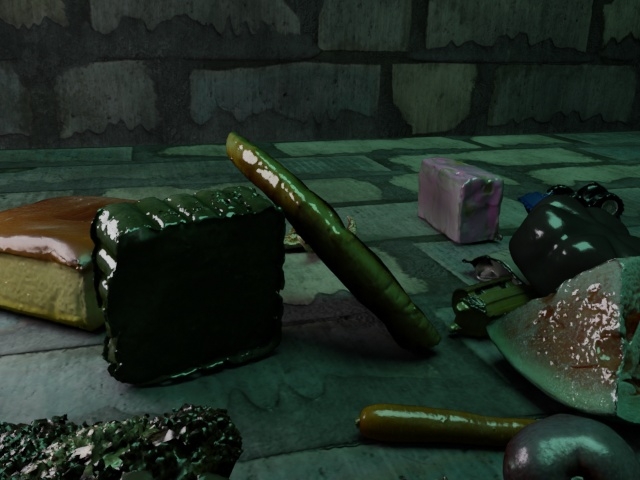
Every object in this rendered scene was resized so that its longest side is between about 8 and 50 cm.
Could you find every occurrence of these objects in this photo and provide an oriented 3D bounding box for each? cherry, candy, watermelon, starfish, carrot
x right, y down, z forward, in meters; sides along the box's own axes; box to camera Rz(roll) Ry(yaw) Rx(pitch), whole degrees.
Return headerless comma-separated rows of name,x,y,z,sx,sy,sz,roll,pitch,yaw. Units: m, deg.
cherry,0.213,0.220,0.655,0.188,0.115,0.148,0,36,14
candy,0.324,-0.100,1.573,0.115,0.156,0.265,-6,19,-11
watermelon,0.365,0.108,0.869,0.212,0.201,0.261,2,12,-27
starfish,-0.025,-0.013,1.435,0.215,0.071,0.238,-5,8,-2
carrot,0.163,0.217,0.774,0.247,0.043,0.043,4,18,1

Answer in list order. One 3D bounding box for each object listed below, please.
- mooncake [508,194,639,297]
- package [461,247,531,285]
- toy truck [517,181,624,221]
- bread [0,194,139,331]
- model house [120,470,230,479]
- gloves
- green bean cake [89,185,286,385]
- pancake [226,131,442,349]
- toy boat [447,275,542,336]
mooncake,0.430,0.034,1.087,0.244,0.133,0.245,19,31,-11
package,0.420,0.056,1.254,0.203,0.062,0.251,-14,29,-29
toy truck,0.558,-0.056,1.506,0.208,0.126,0.113,-2,19,1
bread,-0.413,0.020,1.171,0.332,0.143,0.323,8,18,22
model house,-0.094,0.278,0.355,0.211,0.205,0.243,2,35,0
gloves,-0.208,0.218,0.575,0.312,0.135,0.210,-13,-11,28
green bean cake,-0.179,0.058,0.909,0.254,0.241,0.132,-13,31,-31
pancake,0.002,0.001,1.028,0.067,0.427,0.305,-45,11,-6
toy boat,0.295,0.098,1.083,0.225,0.068,0.088,-12,42,-30
